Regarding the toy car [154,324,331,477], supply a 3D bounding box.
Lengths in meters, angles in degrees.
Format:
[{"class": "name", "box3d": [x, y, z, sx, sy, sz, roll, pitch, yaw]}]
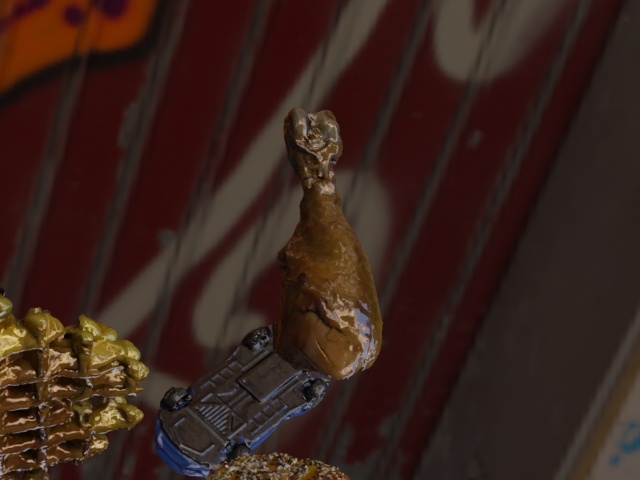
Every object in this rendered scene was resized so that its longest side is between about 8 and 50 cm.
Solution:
[{"class": "toy car", "box3d": [-0.081, 0.166, 1.621, 0.216, 0.103, 0.063, -36, 160, -40]}]

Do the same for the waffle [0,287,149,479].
[{"class": "waffle", "box3d": [-0.239, 0.120, 1.149, 0.231, 0.229, 0.051, -32, -121, 19]}]

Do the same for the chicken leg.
[{"class": "chicken leg", "box3d": [0.003, 0.001, 1.350, 0.107, 0.087, 0.251, 125, -36, -59]}]

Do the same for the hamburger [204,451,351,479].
[{"class": "hamburger", "box3d": [-0.022, 0.221, 1.213, 0.164, 0.189, 0.093, -38, 141, -57]}]
